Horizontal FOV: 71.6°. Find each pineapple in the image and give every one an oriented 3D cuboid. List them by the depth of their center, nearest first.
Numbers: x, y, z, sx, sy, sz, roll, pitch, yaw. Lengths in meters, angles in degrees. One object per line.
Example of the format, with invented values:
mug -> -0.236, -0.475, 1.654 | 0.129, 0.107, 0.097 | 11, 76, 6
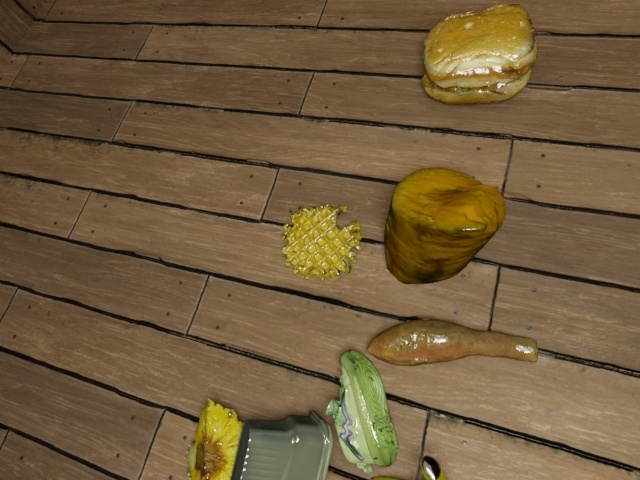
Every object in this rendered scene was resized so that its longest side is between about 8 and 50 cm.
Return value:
pineapple -> -0.241, 0.529, 1.055 | 0.164, 0.140, 0.249 | -48, 39, 40

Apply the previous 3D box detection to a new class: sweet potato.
sweet potato -> 0.298, 0.235, 1.027 | 0.385, 0.109, 0.109 | -4, 67, 12

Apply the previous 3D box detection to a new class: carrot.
carrot -> 0.277, -0.045, 1.048 | 0.242, 0.340, 0.241 | 1, 62, -3

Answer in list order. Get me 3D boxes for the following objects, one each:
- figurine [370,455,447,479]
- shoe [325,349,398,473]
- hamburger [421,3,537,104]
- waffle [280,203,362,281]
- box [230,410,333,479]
figurine -> 0.203, 0.607, 0.862 | 0.169, 0.218, 0.326 | 17, 58, -22
shoe -> 0.085, 0.377, 0.998 | 0.128, 0.140, 0.262 | -25, 61, 8
hamburger -> 0.450, -0.529, 1.270 | 0.305, 0.174, 0.284 | 4, 67, 16
waffle -> 0.000, 0.000, 1.233 | 0.232, 0.051, 0.228 | 2, 71, 16
box -> -0.092, 0.501, 0.937 | 0.178, 0.138, 0.274 | 14, 81, -18
